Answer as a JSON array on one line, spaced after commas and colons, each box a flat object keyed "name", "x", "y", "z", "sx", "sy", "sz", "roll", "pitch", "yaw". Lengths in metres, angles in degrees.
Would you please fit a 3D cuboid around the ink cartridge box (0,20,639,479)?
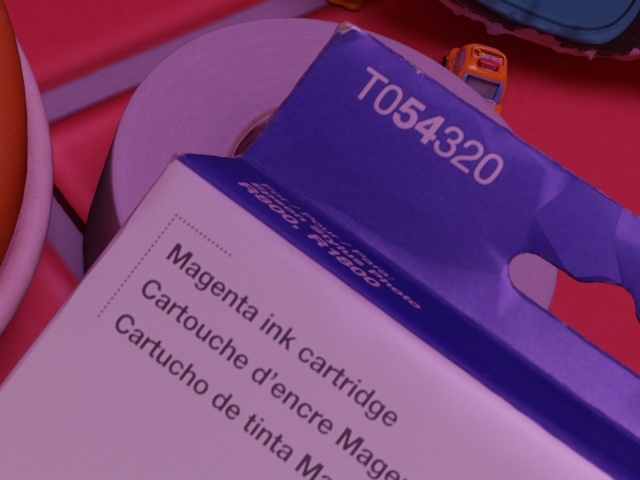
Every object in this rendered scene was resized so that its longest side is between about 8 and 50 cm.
[{"name": "ink cartridge box", "x": 0.029, "y": 0.121, "z": 0.673, "sx": 0.324, "sy": 0.071, "sz": 0.330, "roll": 35, "pitch": 87, "yaw": 17}]

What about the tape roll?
[{"name": "tape roll", "x": 0.000, "y": 0.000, "z": 0.876, "sx": 0.219, "sy": 0.072, "sz": 0.219, "roll": 10, "pitch": 55, "yaw": -14}]

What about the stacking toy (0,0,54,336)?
[{"name": "stacking toy", "x": -0.229, "y": -0.151, "z": 0.634, "sx": 0.350, "sy": 0.480, "sz": 0.351, "roll": 11, "pitch": 54, "yaw": -15}]

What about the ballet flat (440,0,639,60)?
[{"name": "ballet flat", "x": 0.187, "y": -0.166, "z": 1.039, "sx": 0.408, "sy": 0.147, "sz": 0.147, "roll": 17, "pitch": 52, "yaw": -16}]

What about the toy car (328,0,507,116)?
[{"name": "toy car", "x": 0.052, "y": -0.104, "z": 0.988, "sx": 0.122, "sy": 0.040, "sz": 0.060, "roll": 30, "pitch": 52, "yaw": 1}]
